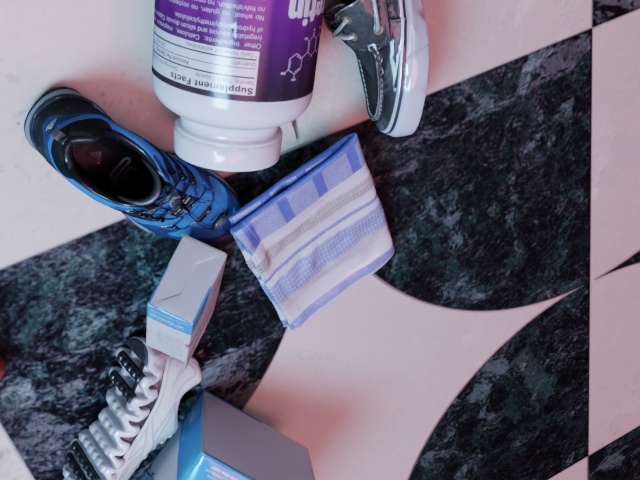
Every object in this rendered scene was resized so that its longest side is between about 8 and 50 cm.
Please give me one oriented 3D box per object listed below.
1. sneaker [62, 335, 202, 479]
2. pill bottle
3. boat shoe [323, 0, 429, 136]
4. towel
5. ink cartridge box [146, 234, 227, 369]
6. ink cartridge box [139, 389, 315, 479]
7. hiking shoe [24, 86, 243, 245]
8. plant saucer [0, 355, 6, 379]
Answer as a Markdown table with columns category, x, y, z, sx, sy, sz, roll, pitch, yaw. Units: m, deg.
| category | x | y | z | sx | sy | sz | roll | pitch | yaw |
| --- | --- | --- | --- | --- | --- | --- | --- | --- | --- |
| sneaker | -0.263 | 0.273 | 1.119 | 0.118 | 0.110 | 0.292 | 18 | 108 | -45 |
| pill bottle | -0.087 | -0.246 | 0.864 | 0.182 | 0.181 | 0.323 | -6 | 120 | -27 |
| boat shoe | 0.055 | -0.287 | 0.979 | 0.119 | 0.121 | 0.335 | -12 | 112 | -14 |
| towel | 0.000 | 0.000 | 1.101 | 0.209 | 0.034 | 0.285 | -36 | 145 | -9 |
| ink cartridge box | -0.174 | 0.084 | 1.024 | 0.062 | 0.104 | 0.181 | 24 | 151 | 0 |
| ink cartridge box | -0.162 | 0.403 | 1.151 | 0.198 | 0.197 | 0.270 | 34 | 98 | -14 |
| hiking shoe | -0.201 | -0.056 | 0.939 | 0.304 | 0.132 | 0.113 | 29 | 100 | -38 |
| plant saucer | -0.478 | 0.174 | 0.868 | 0.258 | 0.048 | 0.259 | 59 | 43 | -42 |
